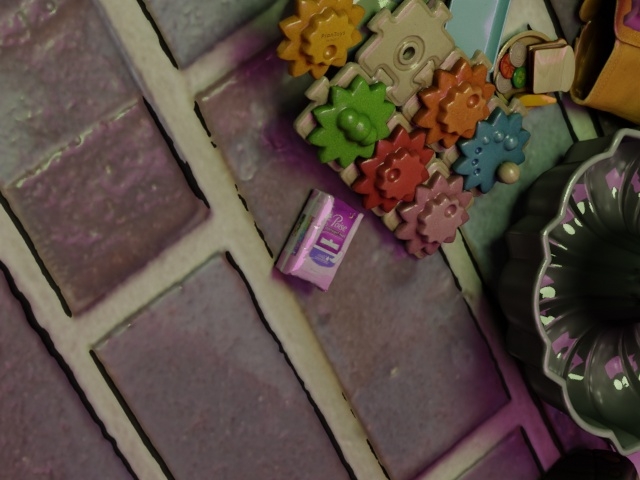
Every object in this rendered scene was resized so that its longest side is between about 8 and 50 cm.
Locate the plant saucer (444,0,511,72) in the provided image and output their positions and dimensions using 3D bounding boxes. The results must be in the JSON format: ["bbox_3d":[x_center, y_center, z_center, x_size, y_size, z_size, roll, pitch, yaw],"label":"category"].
[{"bbox_3d":[0.152,-0.252,1.704,0.067,0.018,0.192,8,101,-33],"label":"plant saucer"}]

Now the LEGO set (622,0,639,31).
[{"bbox_3d":[0.272,-0.292,1.702,0.087,0.093,0.227,22,56,-23],"label":"LEGO set"}]

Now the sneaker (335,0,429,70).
[{"bbox_3d":[0.067,-0.221,1.639,0.192,0.064,0.086,-37,129,-17],"label":"sneaker"}]

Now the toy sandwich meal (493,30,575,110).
[{"bbox_3d":[0.201,-0.158,1.756,0.085,0.029,0.085,-10,110,-29],"label":"toy sandwich meal"}]

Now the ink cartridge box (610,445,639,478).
[{"bbox_3d":[0.493,0.188,1.991,0.353,0.119,0.207,-37,121,-17],"label":"ink cartridge box"}]

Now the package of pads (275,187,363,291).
[{"bbox_3d":[0.000,0.000,1.681,0.050,0.032,0.083,26,90,-37],"label":"package of pads"}]

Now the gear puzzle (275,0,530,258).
[{"bbox_3d":[0.075,-0.116,1.631,0.175,0.044,0.339,-47,136,-2],"label":"gear puzzle"}]

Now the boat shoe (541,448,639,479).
[{"bbox_3d":[0.219,0.357,1.877,0.324,0.122,0.120,-42,125,-13],"label":"boat shoe"}]

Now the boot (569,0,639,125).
[{"bbox_3d":[0.361,-0.246,1.784,0.211,0.104,0.295,13,102,-34],"label":"boot"}]

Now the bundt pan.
[{"bbox_3d":[0.307,0.039,1.808,0.331,0.124,0.331,-3,97,-28],"label":"bundt pan"}]
